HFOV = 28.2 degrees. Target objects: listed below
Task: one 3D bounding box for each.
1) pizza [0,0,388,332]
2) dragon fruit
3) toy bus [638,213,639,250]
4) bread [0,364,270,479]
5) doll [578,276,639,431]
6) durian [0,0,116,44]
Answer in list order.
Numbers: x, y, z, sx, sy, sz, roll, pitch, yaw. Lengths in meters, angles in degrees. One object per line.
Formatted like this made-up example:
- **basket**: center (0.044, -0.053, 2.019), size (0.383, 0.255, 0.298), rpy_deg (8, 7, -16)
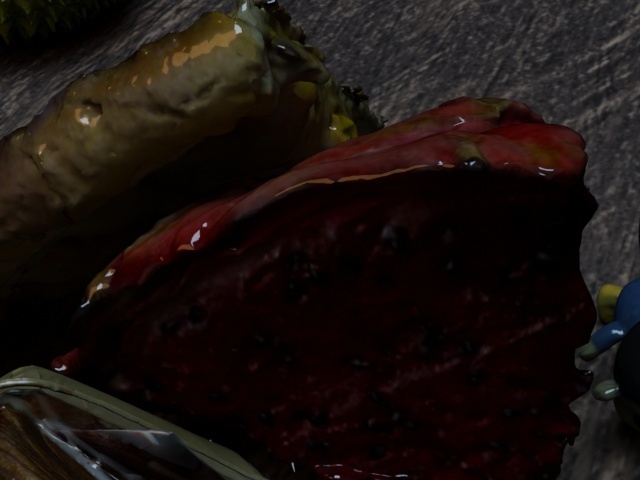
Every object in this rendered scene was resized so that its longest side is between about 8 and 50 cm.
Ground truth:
- **pizza**: center (-0.147, -0.015, 0.878), size (0.392, 0.435, 0.080), rpy_deg (-25, 79, 9)
- **dragon fruit**: center (0.002, -0.007, 0.787), size (0.329, 0.286, 0.228), rpy_deg (3, 44, 10)
- **toy bus**: center (0.290, 0.029, 0.872), size (0.047, 0.065, 0.166), rpy_deg (-28, 43, -22)
- **bread**: center (-0.098, 0.155, 0.663), size (0.224, 0.142, 0.212), rpy_deg (27, 6, -20)
- **doll**: center (0.218, 0.076, 0.821), size (0.102, 0.088, 0.179), rpy_deg (0, 15, 11)
- **durian**: center (-0.309, -0.319, 1.324), size (0.291, 0.224, 0.291), rpy_deg (-35, 11, 8)
